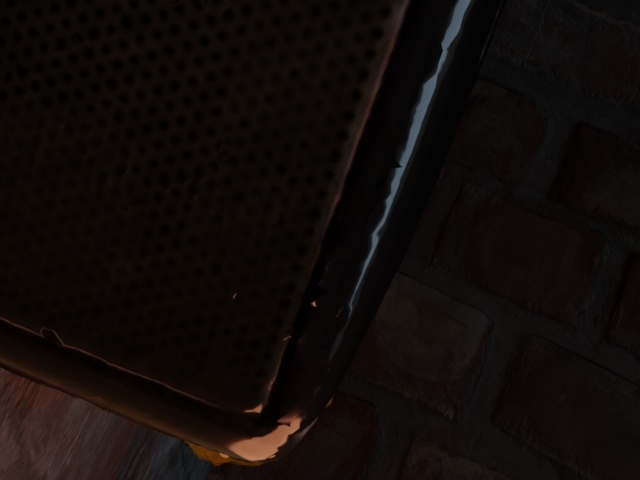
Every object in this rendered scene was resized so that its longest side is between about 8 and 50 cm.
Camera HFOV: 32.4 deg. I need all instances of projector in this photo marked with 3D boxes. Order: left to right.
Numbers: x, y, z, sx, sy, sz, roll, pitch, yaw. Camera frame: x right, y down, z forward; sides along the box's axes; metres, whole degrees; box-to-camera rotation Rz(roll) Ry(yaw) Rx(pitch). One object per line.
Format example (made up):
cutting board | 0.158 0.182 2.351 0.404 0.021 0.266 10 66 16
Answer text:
projector | -0.018 -0.160 0.583 0.395 0.242 0.405 -49 160 -70

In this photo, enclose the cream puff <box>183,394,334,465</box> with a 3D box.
cream puff | -0.108 0.071 0.957 0.282 0.185 0.282 42 42 -53
